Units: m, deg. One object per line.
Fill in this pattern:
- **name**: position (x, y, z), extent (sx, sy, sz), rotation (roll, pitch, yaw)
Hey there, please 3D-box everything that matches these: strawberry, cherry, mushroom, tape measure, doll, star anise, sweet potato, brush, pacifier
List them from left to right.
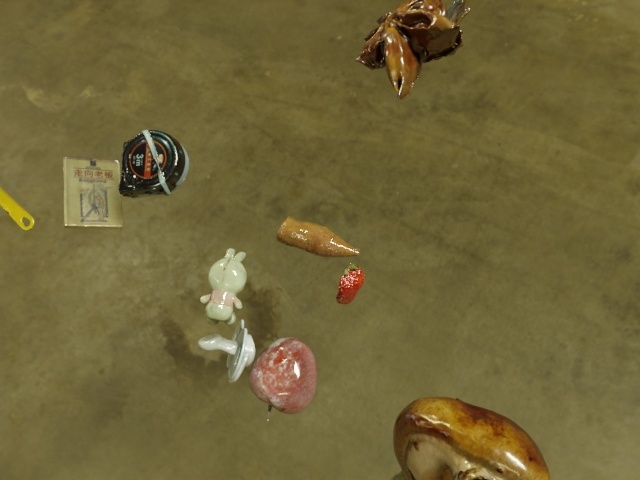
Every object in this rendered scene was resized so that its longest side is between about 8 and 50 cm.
- **brush**: position (-0.618, -0.088, 0.957), extent (0.205, 0.011, 0.083), rotation (41, 89, 13)
- **tape measure**: position (-0.461, -0.211, 1.382), extent (0.181, 0.107, 0.181), rotation (1, 81, 7)
- **pacifier**: position (-0.360, 0.410, 1.871), extent (0.207, 0.279, 0.227), rotation (21, 91, -16)
- **doll**: position (-0.326, 0.165, 1.709), extent (0.155, 0.113, 0.274), rotation (12, 88, 13)
- **cherry**: position (-0.126, 0.469, 1.679), extent (0.236, 0.213, 0.285), rotation (18, 82, 12)
- **sweet potato**: position (-0.001, 0.003, 1.987), extent (0.337, 0.131, 0.131), rotation (19, 61, 10)
- **strawberry**: position (0.107, 0.172, 1.833), extent (0.082, 0.187, 0.146), rotation (30, 35, 20)
- **star anise**: position (0.211, -0.421, 1.011), extent (0.237, 0.148, 0.346), rotation (4, 43, 43)
- **mushroom**: position (0.291, 0.490, 1.055), extent (0.345, 0.345, 0.260), rotation (33, 41, 26)

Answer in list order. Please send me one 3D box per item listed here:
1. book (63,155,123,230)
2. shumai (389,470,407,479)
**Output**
- **book**: position (-0.682, -0.142, 1.494), extent (0.161, 0.026, 0.230), rotation (1, 67, -32)
- **shumai**: position (0.412, 0.745, 1.455), extent (0.398, 0.324, 0.323), rotation (29, 103, 31)
